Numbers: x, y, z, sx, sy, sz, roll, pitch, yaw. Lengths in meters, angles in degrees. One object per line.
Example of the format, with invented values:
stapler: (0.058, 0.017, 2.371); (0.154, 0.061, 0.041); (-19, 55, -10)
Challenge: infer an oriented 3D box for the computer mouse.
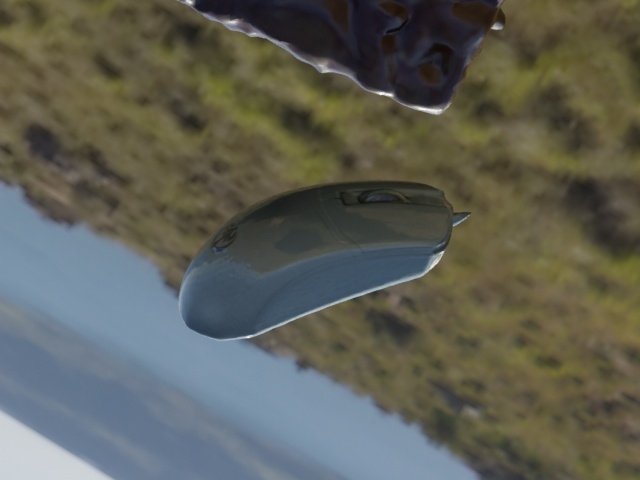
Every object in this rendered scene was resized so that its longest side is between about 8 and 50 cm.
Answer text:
computer mouse: (0.000, 0.000, 1.004); (0.089, 0.182, 0.056); (-111, 5, -54)

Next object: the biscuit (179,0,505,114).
biscuit: (-0.011, -0.312, 1.180); (0.395, 0.342, 0.166); (26, -154, -4)
